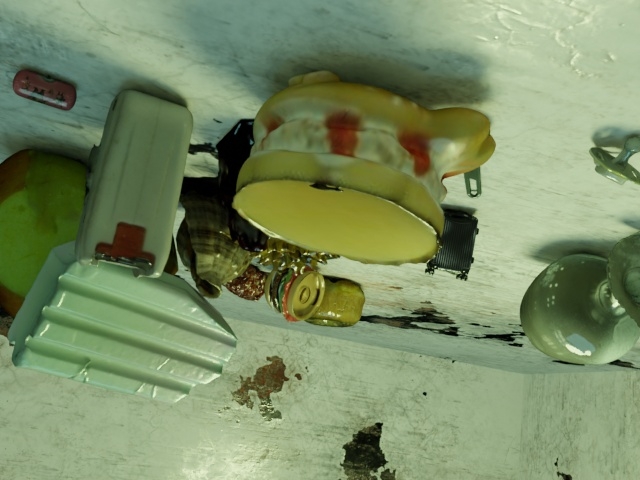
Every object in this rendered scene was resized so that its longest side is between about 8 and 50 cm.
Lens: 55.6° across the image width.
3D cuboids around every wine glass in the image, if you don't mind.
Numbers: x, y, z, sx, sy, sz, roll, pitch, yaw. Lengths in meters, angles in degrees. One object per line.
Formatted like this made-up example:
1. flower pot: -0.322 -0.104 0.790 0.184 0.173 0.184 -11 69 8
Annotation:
1. wine glass: 0.550 0.126 1.190 0.238 0.238 0.323 11 161 -9

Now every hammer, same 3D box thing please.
1. hammer: -0.388 -0.213 0.856 0.083 0.043 0.043 17 162 -22

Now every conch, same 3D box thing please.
1. conch: -0.207 0.003 1.251 0.158 0.210 0.291 -7 -149 -20

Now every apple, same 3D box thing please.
1. apple: -0.465 -0.001 1.192 0.374 0.374 0.384 2 124 22

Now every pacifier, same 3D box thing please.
1. pacifier: 0.395 -0.109 0.790 0.083 0.068 0.064 26 128 -5

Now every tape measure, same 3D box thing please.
1. tape measure: -0.282 -0.071 0.888 0.130 0.258 0.265 14 163 -25

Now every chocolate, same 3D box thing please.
1. chocolate: -0.073 -0.058 0.975 0.206 0.177 0.224 16 164 -24

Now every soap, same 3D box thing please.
1. soap: -0.323 0.151 1.059 0.347 0.208 0.115 27 -176 -35

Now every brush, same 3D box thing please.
1. brush: 0.225 -0.114 0.906 0.062 0.027 0.266 5 167 16

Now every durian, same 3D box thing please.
1. durian: 0.001 -0.001 1.144 0.341 0.112 0.191 -12 154 6

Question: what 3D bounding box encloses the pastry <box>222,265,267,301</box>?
1. pastry: -0.227 0.132 1.872 0.115 0.097 0.208 15 168 16

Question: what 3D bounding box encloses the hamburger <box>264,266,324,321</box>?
1. hamburger: -0.083 0.141 1.712 0.137 0.175 0.175 13 169 34

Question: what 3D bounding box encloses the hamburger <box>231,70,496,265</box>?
1. hamburger: 0.053 -0.093 0.763 0.302 0.186 0.261 5 161 35

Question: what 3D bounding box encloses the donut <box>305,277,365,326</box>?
1. donut: 0.033 0.196 1.887 0.208 0.128 0.261 6 166 7

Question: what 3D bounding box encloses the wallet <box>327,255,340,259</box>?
1. wallet: -0.024 0.023 1.497 0.129 0.026 0.088 16 166 -28

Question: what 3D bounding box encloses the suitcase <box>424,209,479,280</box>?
1. suitcase: 0.242 0.007 1.126 0.086 0.126 0.059 9 180 0
